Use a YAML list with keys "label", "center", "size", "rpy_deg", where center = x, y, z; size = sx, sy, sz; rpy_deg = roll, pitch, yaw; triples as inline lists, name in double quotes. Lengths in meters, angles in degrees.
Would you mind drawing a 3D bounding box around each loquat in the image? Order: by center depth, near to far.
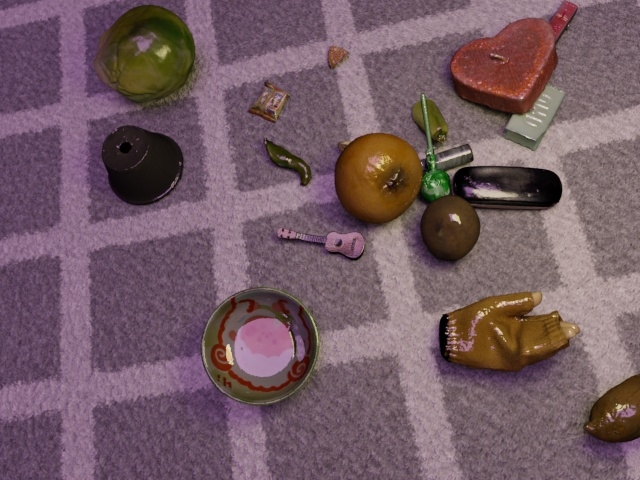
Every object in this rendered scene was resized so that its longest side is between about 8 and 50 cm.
- label: "loquat"
  center: [0.167, -0.180, 1.580]
  size: [0.263, 0.263, 0.262]
  rpy_deg: [-2, 72, 8]

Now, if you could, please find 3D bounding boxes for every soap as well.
- label: "soap"
  center: [0.655, -0.386, 1.674]
  size: [0.115, 0.063, 0.198]
  rpy_deg: [27, 77, 16]

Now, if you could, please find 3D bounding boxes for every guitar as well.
- label: "guitar"
  center: [-0.001, 0.001, 1.654]
  size: [0.272, 0.038, 0.083]
  rpy_deg: [9, 73, 8]

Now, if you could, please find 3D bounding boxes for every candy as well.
- label: "candy"
  center: [0.321, -0.268, 1.600]
  size: [0.097, 0.097, 0.323]
  rpy_deg: [-10, 102, 5]

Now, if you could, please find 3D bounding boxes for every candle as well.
- label: "candle"
  center: [0.560, -0.517, 1.653]
  size: [0.317, 0.131, 0.287]
  rpy_deg: [-18, 64, 20]

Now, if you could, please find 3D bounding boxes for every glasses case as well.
- label: "glasses case"
  center: [0.547, -0.157, 1.604]
  size: [0.315, 0.075, 0.121]
  rpy_deg: [2, 70, 5]

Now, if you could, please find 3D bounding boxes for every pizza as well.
- label: "pizza"
  center: [0.063, -0.626, 1.860]
  size: [0.078, 0.025, 0.083]
  rpy_deg: [0, 79, 13]

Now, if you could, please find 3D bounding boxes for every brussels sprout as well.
- label: "brussels sprout"
  center: [-0.582, -0.623, 1.843]
  size: [0.344, 0.268, 0.343]
  rpy_deg: [-13, 62, 26]

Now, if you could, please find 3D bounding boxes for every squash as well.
- label: "squash"
  center: [0.355, -0.355, 1.704]
  size: [0.090, 0.075, 0.200]
  rpy_deg: [-4, 48, -12]

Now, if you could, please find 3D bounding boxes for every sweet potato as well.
- label: "sweet potato"
  center: [0.840, 0.377, 1.364]
  size: [0.423, 0.130, 0.130]
  rpy_deg: [-32, 70, -4]

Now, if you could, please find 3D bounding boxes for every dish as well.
- label: "dish"
  center: [-0.164, 0.300, 1.542]
  size: [0.325, 0.124, 0.323]
  rpy_deg: [0, 72, 1]

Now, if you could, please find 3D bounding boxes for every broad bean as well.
- label: "broad bean"
  center: [-0.108, -0.258, 1.752]
  size: [0.214, 0.048, 0.070]
  rpy_deg: [42, 81, 15]

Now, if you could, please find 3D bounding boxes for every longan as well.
- label: "longan"
  center: [0.368, -0.035, 1.551]
  size: [0.168, 0.167, 0.187]
  rpy_deg: [8, 74, 11]

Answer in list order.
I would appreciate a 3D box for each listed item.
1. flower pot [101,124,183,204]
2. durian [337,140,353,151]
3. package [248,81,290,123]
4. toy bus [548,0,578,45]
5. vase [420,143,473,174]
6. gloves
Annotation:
- label: "flower pot"
  center: [-0.598, -0.268, 1.767]
  size: [0.269, 0.166, 0.268]
  rpy_deg: [-3, 70, 7]
- label: "durian"
  center: [0.117, -0.293, 1.723]
  size: [0.131, 0.066, 0.052]
  rpy_deg: [14, 75, 3]
- label: "package"
  center: [-0.171, -0.466, 1.840]
  size: [0.108, 0.031, 0.120]
  rpy_deg: [27, 83, 16]
- label: "toy bus"
  center: [0.757, -0.680, 1.749]
  size: [0.065, 0.077, 0.192]
  rpy_deg: [31, 80, 13]
- label: "vase"
  center: [0.359, -0.238, 1.672]
  size: [0.212, 0.060, 0.059]
  rpy_deg: [-17, 70, 8]
- label: "gloves"
  center: [0.491, 0.245, 1.442]
  size: [0.357, 0.155, 0.202]
  rpy_deg: [-9, 63, 22]
